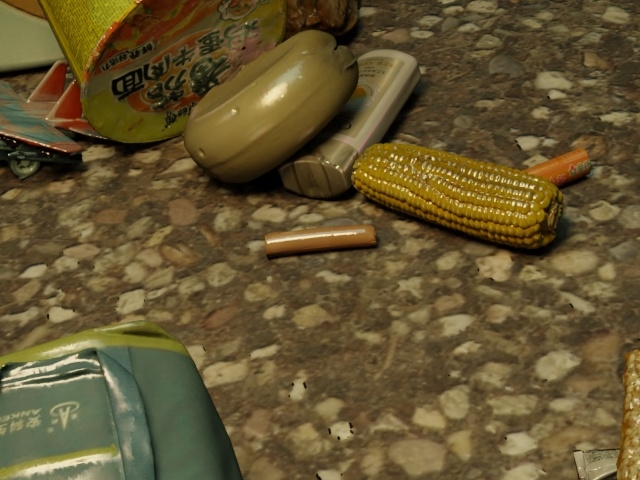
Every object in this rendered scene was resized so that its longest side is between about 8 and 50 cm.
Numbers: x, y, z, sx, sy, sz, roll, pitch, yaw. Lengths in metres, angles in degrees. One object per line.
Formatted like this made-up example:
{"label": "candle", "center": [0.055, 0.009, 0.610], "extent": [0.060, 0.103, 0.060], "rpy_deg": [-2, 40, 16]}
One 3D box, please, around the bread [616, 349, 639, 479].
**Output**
{"label": "bread", "center": [0.307, 0.197, 0.932], "extent": [0.184, 0.110, 0.234], "rpy_deg": [2, 44, 17]}

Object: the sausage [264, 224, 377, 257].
{"label": "sausage", "center": [0.000, 0.000, 1.307], "extent": [0.116, 0.026, 0.026], "rpy_deg": [-5, 39, 3]}

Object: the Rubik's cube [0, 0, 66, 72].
{"label": "Rubik's cube", "center": [-0.377, -0.451, 1.674], "extent": [0.352, 0.347, 0.351], "rpy_deg": [-15, 39, -7]}

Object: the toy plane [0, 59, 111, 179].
{"label": "toy plane", "center": [-0.401, -0.129, 1.458], "extent": [0.326, 0.104, 0.223], "rpy_deg": [-15, 36, -33]}

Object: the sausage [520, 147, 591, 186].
{"label": "sausage", "center": [0.232, -0.065, 1.337], "extent": [0.107, 0.031, 0.031], "rpy_deg": [-22, 41, -16]}

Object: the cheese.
{"label": "cheese", "center": [-0.050, -0.146, 1.387], "extent": [0.202, 0.091, 0.175], "rpy_deg": [-30, 22, 25]}

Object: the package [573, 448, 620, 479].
{"label": "package", "center": [0.263, 0.180, 1.042], "extent": [0.110, 0.015, 0.037], "rpy_deg": [-6, 39, 4]}

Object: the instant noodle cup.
{"label": "instant noodle cup", "center": [-0.195, -0.268, 1.449], "extent": [0.264, 0.264, 0.200], "rpy_deg": [-26, 62, -20]}

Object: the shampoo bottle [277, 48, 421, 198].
{"label": "shampoo bottle", "center": [0.036, -0.134, 1.437], "extent": [0.086, 0.056, 0.227], "rpy_deg": [2, 39, 30]}

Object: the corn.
{"label": "corn", "center": [0.134, -0.050, 1.299], "extent": [0.231, 0.080, 0.080], "rpy_deg": [18, 46, 28]}

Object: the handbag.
{"label": "handbag", "center": [-0.179, 0.218, 0.922], "extent": [0.263, 0.222, 0.241], "rpy_deg": [-14, 44, -10]}

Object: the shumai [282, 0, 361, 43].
{"label": "shumai", "center": [-0.063, -0.398, 1.602], "extent": [0.217, 0.283, 0.346], "rpy_deg": [0, 42, 8]}
